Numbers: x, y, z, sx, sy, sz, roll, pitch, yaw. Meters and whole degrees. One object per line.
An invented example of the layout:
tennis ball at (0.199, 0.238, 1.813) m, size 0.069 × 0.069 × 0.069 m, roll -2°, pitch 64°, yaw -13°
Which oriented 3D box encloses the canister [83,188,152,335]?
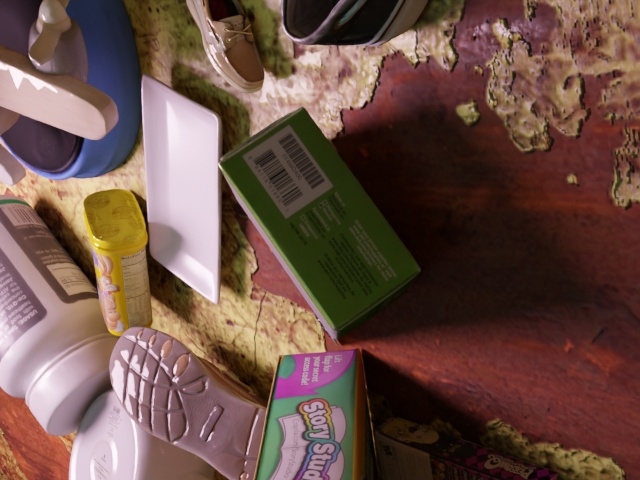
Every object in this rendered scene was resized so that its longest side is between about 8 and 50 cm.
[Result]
canister at (-0.279, 0.033, 1.197) m, size 0.126 × 0.073 × 0.170 m, roll -123°, pitch 28°, yaw -48°

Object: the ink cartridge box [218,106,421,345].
ink cartridge box at (0.000, 0.000, 0.877) m, size 0.189 × 0.097 × 0.255 m, roll 55°, pitch 176°, yaw 9°

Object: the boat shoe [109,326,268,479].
boat shoe at (-0.148, 0.226, 1.135) m, size 0.324 × 0.123 × 0.116 m, roll 33°, pitch 177°, yaw 27°

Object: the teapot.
teapot at (-0.246, 0.338, 1.285) m, size 0.252 × 0.187 × 0.256 m, roll -45°, pitch 48°, yaw 32°

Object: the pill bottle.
pill bottle at (-0.455, 0.116, 1.362) m, size 0.361 × 0.204 × 0.204 m, roll 48°, pitch 140°, yaw 19°

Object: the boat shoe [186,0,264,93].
boat shoe at (-0.095, -0.215, 0.878) m, size 0.135 × 0.050 × 0.045 m, roll 60°, pitch 147°, yaw 4°

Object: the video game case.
video game case at (0.160, 0.316, 0.909) m, size 0.210 × 0.042 × 0.232 m, roll 10°, pitch 118°, yaw 45°

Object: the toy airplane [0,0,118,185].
toy airplane at (-0.439, -0.242, 1.005) m, size 0.386 × 0.272 × 0.384 m, roll 36°, pitch 163°, yaw -26°

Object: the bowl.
bowl at (-0.388, -0.264, 1.163) m, size 0.391 × 0.077 × 0.391 m, roll 27°, pitch 130°, yaw 37°

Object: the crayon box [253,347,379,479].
crayon box at (0.008, 0.336, 0.860) m, size 0.106 × 0.363 × 0.313 m, roll -7°, pitch 113°, yaw 6°

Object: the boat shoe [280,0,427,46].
boat shoe at (0.056, -0.272, 0.616) m, size 0.121 × 0.119 × 0.335 m, roll 42°, pitch 138°, yaw 24°

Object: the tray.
tray at (-0.162, -0.062, 1.064) m, size 0.145 × 0.030 × 0.270 m, roll 33°, pitch 133°, yaw 34°
